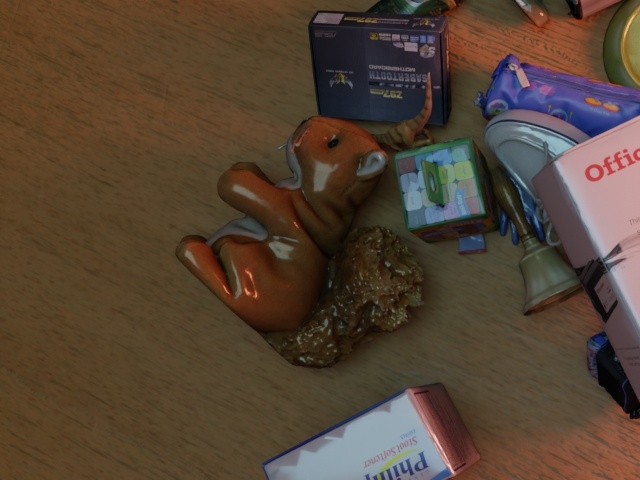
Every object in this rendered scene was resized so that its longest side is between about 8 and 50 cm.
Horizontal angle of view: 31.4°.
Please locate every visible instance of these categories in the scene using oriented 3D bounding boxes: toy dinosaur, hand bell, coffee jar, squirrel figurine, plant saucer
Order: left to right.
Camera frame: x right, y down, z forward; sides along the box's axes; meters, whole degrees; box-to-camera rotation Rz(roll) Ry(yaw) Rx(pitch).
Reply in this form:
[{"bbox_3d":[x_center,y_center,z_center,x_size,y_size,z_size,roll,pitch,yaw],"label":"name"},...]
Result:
[{"bbox_3d":[0.000,0.000,1.916,0.397,0.281,0.370,44,86,2],"label":"squirrel figurine"},{"bbox_3d":[0.153,-0.185,1.919,0.211,0.112,0.064,-31,35,48],"label":"toy dinosaur"},{"bbox_3d":[0.160,-0.405,1.975,0.184,0.079,0.096,-41,72,9],"label":"coffee jar"},{"bbox_3d":[0.333,-0.012,1.861,0.126,0.126,0.242,-28,75,11],"label":"hand bell"},{"bbox_3d":[0.585,-0.318,1.865,0.241,0.037,0.241,-2,83,15],"label":"plant saucer"}]

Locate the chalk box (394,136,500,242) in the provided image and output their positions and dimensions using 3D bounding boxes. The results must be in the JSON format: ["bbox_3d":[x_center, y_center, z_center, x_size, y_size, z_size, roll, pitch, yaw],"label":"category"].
[{"bbox_3d":[0.202,-0.082,1.833,0.132,0.213,0.132,-11,80,14],"label":"chalk box"}]

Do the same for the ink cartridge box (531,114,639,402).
[{"bbox_3d":[0.523,0.012,1.632,0.285,0.166,0.395,-24,84,-5],"label":"ink cartridge box"}]

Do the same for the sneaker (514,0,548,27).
[{"bbox_3d":[0.342,-0.458,1.934,0.086,0.064,0.192,-40,72,14],"label":"sneaker"}]

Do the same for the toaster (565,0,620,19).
[{"bbox_3d":[0.431,-0.459,1.856,0.110,0.168,0.185,-22,78,12],"label":"toaster"}]

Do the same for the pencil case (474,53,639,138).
[{"bbox_3d":[0.413,-0.216,1.855,0.306,0.133,0.119,20,68,16],"label":"pencil case"}]

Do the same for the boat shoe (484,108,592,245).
[{"bbox_3d":[0.399,-0.059,1.799,0.367,0.136,0.156,36,53,4],"label":"boat shoe"}]

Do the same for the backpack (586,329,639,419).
[{"bbox_3d":[0.515,0.172,1.774,0.173,0.158,0.117,-36,58,-4],"label":"backpack"}]

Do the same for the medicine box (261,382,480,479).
[{"bbox_3d":[0.088,0.350,1.802,0.263,0.289,0.149,-29,77,11],"label":"medicine box"}]

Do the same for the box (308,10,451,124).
[{"bbox_3d":[0.103,-0.292,1.936,0.233,0.183,0.059,7,41,17],"label":"box"}]

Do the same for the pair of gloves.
[{"bbox_3d":[0.289,-0.059,1.930,0.198,0.023,0.159,-11,80,15],"label":"pair of gloves"}]
